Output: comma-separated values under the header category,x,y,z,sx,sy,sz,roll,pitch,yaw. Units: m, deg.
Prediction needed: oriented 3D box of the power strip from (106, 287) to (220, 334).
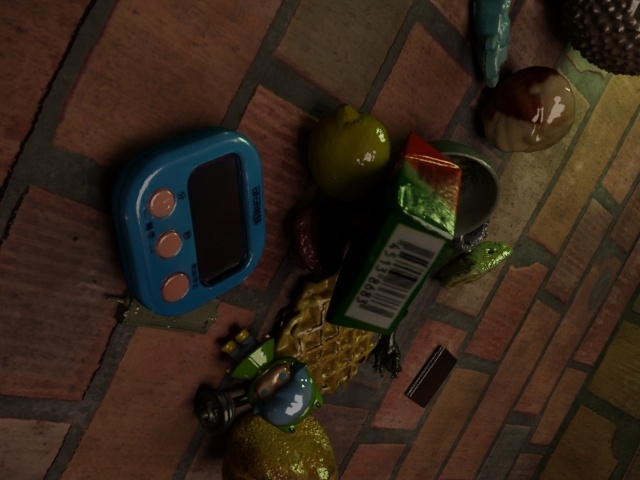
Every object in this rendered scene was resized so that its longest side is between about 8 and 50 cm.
category,x,y,z,sx,sy,sz,roll,pitch,yaw
power strip,-0.323,0.139,1.349,0.268,0.034,0.092,18,100,-48

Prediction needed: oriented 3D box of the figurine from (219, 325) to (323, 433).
category,x,y,z,sx,sy,sz,roll,pitch,yaw
figurine,-0.116,0.317,1.509,0.162,0.263,0.143,-42,180,-12

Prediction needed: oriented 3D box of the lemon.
category,x,y,z,sx,sy,sz,roll,pitch,yaw
lemon,0.063,-0.178,1.430,0.184,0.184,0.248,-32,136,-27

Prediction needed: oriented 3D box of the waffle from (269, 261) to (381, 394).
category,x,y,z,sx,sy,sz,roll,pitch,yaw
waffle,0.038,0.238,1.718,0.382,0.095,0.380,32,88,-51

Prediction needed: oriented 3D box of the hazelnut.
category,x,y,z,sx,sy,sz,roll,pitch,yaw
hazelnut,0.578,-0.361,1.814,0.261,0.241,0.261,-10,135,-10

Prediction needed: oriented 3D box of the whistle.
category,x,y,z,sx,sy,sz,roll,pitch,yaw
whistle,0.438,-0.519,1.666,0.274,0.093,0.186,75,32,-42

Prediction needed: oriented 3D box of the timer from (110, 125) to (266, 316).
category,x,y,z,sx,sy,sz,roll,pitch,yaw
timer,-0.244,-0.037,1.250,0.309,0.115,0.340,-29,130,-38

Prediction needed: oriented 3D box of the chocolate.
category,x,y,z,sx,sy,sz,roll,pitch,yaw
chocolate,0.170,-0.011,1.453,0.341,0.161,0.360,-67,-177,-54

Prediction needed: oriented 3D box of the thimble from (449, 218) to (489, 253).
category,x,y,z,sx,sy,sz,roll,pitch,yaw
thimble,0.419,-0.042,1.913,0.150,0.098,0.150,-21,125,-33

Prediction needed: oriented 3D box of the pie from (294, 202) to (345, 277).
category,x,y,z,sx,sy,sz,roll,pitch,yaw
pie,0.000,0.000,1.513,0.182,0.049,0.182,31,52,-51

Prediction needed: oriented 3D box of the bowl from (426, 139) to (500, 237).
category,x,y,z,sx,sy,sz,roll,pitch,yaw
bowl,0.300,-0.149,1.669,0.289,0.146,0.289,0,133,0

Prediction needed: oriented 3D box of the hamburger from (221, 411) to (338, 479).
category,x,y,z,sx,sy,sz,roll,pitch,yaw
hamburger,-0.094,0.561,1.602,0.290,0.314,0.170,8,113,-11

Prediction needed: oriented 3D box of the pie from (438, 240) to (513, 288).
category,x,y,z,sx,sy,sz,roll,pitch,yaw
pie,0.458,0.068,1.977,0.248,0.201,0.090,-29,93,-38

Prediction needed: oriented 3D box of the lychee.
category,x,y,z,sx,sy,sz,roll,pitch,yaw
lychee,0.868,-0.652,1.809,0.432,0.380,0.380,9,108,-19

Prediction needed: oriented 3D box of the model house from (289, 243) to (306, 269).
category,x,y,z,sx,sy,sz,roll,pitch,yaw
model house,-0.030,0.044,1.561,0.083,0.057,0.058,40,76,-48

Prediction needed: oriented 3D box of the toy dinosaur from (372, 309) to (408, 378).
category,x,y,z,sx,sy,sz,roll,pitch,yaw
toy dinosaur,0.212,0.322,1.983,0.187,0.087,0.179,86,14,-52

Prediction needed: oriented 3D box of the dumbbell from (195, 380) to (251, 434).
category,x,y,z,sx,sy,sz,roll,pitch,yaw
dumbbell,-0.192,0.387,1.574,0.254,0.110,0.110,-7,117,-48

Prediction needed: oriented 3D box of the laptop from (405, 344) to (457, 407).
category,x,y,z,sx,sy,sz,roll,pitch,yaw
laptop,0.379,0.464,2.219,0.207,0.026,0.154,-53,140,-6
